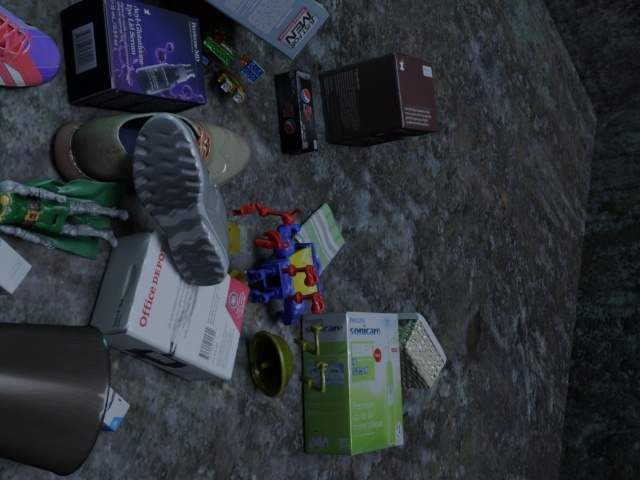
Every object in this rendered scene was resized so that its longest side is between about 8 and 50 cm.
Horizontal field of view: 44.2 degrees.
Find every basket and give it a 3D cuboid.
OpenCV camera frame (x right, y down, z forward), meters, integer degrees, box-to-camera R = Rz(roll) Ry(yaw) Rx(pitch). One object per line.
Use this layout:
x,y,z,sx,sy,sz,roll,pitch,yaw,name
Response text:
0.206,0.263,1.861,0.167,0.113,0.103,59,46,-29,basket
-0.406,0.183,0.998,0.227,0.154,0.204,25,63,-46,basket

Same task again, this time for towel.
0.000,0.000,1.697,0.152,0.023,0.113,-49,123,-47,towel

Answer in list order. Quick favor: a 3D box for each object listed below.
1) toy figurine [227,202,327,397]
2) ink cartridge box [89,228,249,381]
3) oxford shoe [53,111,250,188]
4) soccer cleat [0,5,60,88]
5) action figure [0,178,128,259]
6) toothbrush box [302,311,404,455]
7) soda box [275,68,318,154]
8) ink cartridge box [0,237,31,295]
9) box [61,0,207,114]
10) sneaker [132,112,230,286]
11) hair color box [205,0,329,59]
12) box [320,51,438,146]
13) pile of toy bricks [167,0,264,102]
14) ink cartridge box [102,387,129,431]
-0.034,0.093,1.504,0.217,0.191,0.362,-19,101,-59,toy figurine
-0.239,0.112,1.278,0.237,0.100,0.172,37,54,-45,ink cartridge box
-0.230,-0.140,1.297,0.397,0.146,0.140,-13,94,-54,oxford shoe
-0.462,-0.285,1.029,0.318,0.116,0.109,19,69,-51,soccer cleat
-0.389,-0.037,1.118,0.232,0.063,0.137,9,108,-46,action figure
0.069,0.295,1.656,0.206,0.122,0.283,11,74,-53,toothbrush box
-0.050,-0.266,1.645,0.053,0.060,0.169,-2,86,-53,soda box
-0.450,0.017,1.013,0.122,0.088,0.052,52,45,-35,ink cartridge box
-0.295,-0.292,1.270,0.207,0.108,0.153,-5,87,-54,box
-0.207,-0.069,1.202,0.115,0.105,0.281,-81,163,-57,sneaker
-0.174,-0.483,1.362,0.374,0.113,0.185,26,25,-42,hair color box
0.133,-0.313,1.786,0.168,0.203,0.167,-4,88,-54,box
-0.191,-0.367,1.450,0.212,0.118,0.105,42,18,-31,pile of toy bricks
-0.332,0.245,1.186,0.083,0.028,0.048,53,44,-34,ink cartridge box
